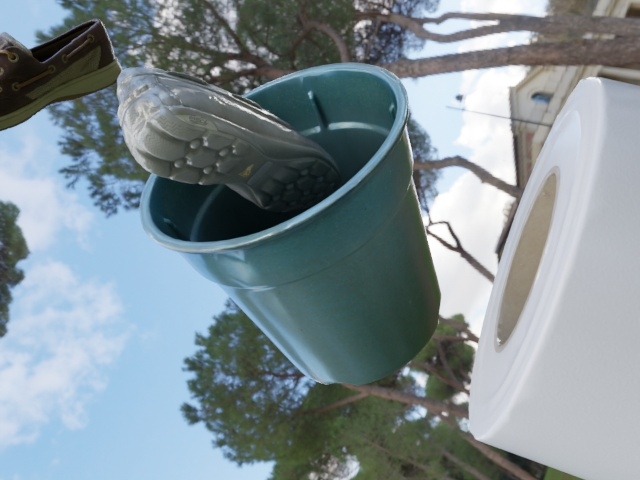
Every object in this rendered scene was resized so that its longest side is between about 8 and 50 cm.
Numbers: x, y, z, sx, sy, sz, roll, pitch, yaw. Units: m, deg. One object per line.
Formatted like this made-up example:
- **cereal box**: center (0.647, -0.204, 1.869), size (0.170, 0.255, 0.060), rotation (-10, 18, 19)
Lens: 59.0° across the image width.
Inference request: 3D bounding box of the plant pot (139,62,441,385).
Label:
- **plant pot**: center (0.000, 0.000, 0.762), size (0.341, 0.341, 0.334), rotation (-53, -45, -27)

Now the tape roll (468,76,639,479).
- **tape roll**: center (0.201, 0.027, 0.427), size (0.286, 0.100, 0.286), rotation (17, -90, -78)

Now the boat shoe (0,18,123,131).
- **boat shoe**: center (-0.480, -0.265, 0.890), size (0.342, 0.123, 0.123), rotation (-33, -45, -32)

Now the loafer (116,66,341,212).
- **loafer**: center (-0.083, -0.109, 0.638), size (0.112, 0.111, 0.319), rotation (-38, -25, 20)
